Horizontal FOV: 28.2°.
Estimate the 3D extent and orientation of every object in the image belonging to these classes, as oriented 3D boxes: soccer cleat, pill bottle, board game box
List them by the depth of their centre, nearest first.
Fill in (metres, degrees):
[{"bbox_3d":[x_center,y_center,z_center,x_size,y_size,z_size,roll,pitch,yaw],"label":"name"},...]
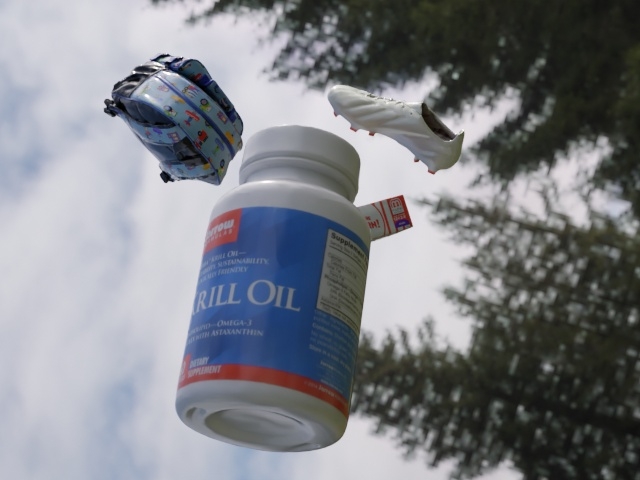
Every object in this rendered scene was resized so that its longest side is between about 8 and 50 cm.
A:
[{"bbox_3d":[-0.029,0.032,0.934,0.124,0.124,0.221,70,-156,-61],"label":"pill bottle"},{"bbox_3d":[0.000,0.000,1.573,0.147,0.193,0.045,-16,-93,-33],"label":"board game box"},{"bbox_3d":[0.102,-0.163,1.688,0.068,0.196,0.076,-49,-13,-51],"label":"soccer cleat"}]

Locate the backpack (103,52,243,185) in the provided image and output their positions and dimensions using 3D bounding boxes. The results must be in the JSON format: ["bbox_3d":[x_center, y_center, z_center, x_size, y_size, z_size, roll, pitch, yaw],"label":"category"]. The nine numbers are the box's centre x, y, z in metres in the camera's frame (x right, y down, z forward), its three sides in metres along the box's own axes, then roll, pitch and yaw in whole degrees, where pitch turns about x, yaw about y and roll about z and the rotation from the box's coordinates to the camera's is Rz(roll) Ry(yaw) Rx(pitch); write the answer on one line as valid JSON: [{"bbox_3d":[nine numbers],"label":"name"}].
[{"bbox_3d":[-0.163,-0.145,1.563,0.117,0.173,0.158,-45,-63,-14],"label":"backpack"}]
